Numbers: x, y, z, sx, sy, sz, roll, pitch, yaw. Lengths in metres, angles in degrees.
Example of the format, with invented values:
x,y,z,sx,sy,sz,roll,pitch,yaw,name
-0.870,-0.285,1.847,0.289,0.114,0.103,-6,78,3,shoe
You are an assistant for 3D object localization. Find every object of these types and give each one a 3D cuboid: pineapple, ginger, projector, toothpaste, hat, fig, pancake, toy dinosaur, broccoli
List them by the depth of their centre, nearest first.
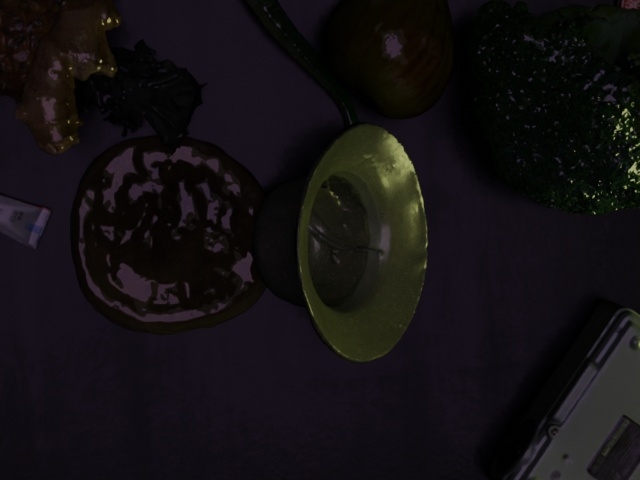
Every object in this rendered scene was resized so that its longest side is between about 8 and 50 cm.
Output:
x,y,z,sx,sy,sz,roll,pitch,yaw,name
-0.236,-0.223,1.491,0.089,0.075,0.288,19,74,-2,ginger
-0.249,-0.177,1.574,0.248,0.128,0.128,24,92,-10,pineapple
0.290,-0.153,1.581,0.295,0.265,0.245,27,66,-15,broccoli
0.000,0.000,1.594,0.130,0.257,0.257,3,96,35,hat
0.111,-0.261,1.596,0.151,0.151,0.259,34,87,-7,fig
-0.059,-0.337,1.609,0.301,0.087,0.447,8,86,-22,toy dinosaur
-0.395,-0.047,1.617,0.190,0.031,0.048,22,89,-10,toothpaste
-0.167,-0.002,1.631,0.242,0.050,0.241,0,94,-5,pancake
0.337,0.222,1.676,0.192,0.099,0.256,34,90,-6,projector

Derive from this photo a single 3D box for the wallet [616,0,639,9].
x,y,z,sx,sy,sz,roll,pitch,yaw,name
0.435,-0.251,1.687,0.197,0.020,0.103,9,93,-6,wallet
